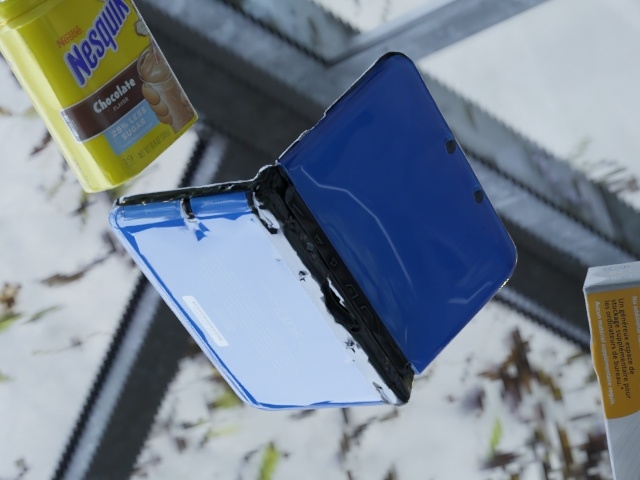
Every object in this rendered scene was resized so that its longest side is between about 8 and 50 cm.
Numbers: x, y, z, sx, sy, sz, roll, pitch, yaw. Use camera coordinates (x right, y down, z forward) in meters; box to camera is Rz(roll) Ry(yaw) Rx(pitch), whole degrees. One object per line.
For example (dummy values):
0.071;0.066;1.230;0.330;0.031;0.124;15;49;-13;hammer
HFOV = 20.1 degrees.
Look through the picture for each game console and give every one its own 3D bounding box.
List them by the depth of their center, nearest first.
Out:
0.000;0.000;1.611;0.293;0.250;0.173;57;-140;-39;game console

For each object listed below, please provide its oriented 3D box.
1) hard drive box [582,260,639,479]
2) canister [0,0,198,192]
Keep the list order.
0.292;0.093;1.126;0.089;0.232;0.181;-34;-66;-78;hard drive box
-0.181;-0.138;1.434;0.126;0.073;0.170;-47;-64;-42;canister
